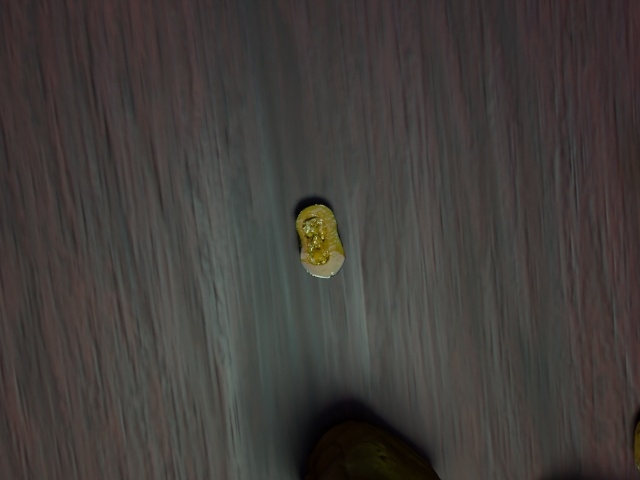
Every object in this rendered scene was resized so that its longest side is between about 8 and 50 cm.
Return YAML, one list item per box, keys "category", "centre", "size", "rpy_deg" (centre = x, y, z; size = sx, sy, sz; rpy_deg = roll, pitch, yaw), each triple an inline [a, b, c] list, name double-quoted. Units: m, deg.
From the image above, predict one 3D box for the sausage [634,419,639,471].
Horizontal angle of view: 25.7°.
- category: "sausage"
  centre: [0.487, 0.245, 1.640]
  size: [0.238, 0.098, 0.098]
  rpy_deg: [1, 103, -2]

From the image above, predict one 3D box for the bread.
- category: "bread"
  centre: [0.061, 0.311, 1.510]
  size: [0.167, 0.294, 0.132]
  rpy_deg: [39, 101, -13]

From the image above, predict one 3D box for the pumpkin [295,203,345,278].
- category: "pumpkin"
  centre: [-0.001, 0.000, 1.566]
  size: [0.050, 0.028, 0.083]
  rpy_deg: [-7, 95, -6]
